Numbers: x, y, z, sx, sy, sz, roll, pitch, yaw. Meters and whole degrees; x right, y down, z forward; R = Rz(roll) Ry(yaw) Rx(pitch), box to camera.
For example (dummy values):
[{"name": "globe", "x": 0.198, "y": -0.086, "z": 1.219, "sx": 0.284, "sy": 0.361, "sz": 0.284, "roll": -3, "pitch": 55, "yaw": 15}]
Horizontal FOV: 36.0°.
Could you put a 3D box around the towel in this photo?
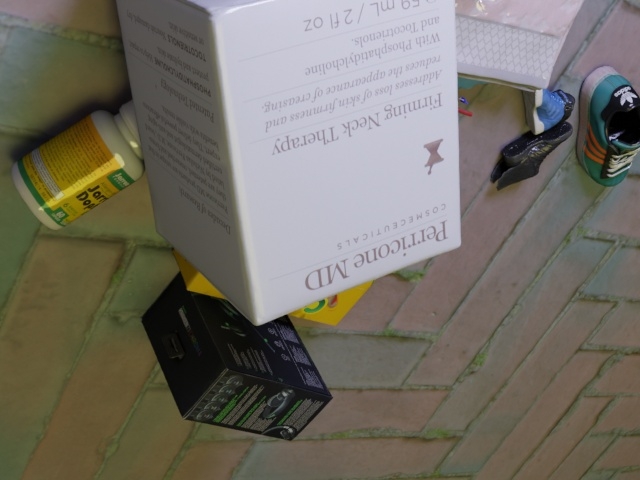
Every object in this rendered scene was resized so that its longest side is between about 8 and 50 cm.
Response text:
[{"name": "towel", "x": 0.294, "y": -0.399, "z": 1.543, "sx": 0.331, "sy": 0.053, "sz": 0.317, "roll": 3, "pitch": 118, "yaw": -34}]

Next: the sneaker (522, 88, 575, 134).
[{"name": "sneaker", "x": 0.418, "y": -0.260, "z": 1.788, "sx": 0.084, "sy": 0.058, "sz": 0.152, "roll": -24, "pitch": 144, "yaw": 0}]

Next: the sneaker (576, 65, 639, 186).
[{"name": "sneaker", "x": 0.571, "y": -0.191, "z": 1.905, "sx": 0.108, "sy": 0.121, "sz": 0.302, "roll": -29, "pitch": 140, "yaw": -3}]

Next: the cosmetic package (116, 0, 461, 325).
[{"name": "cosmetic package", "x": -0.040, "y": -0.170, "z": 1.296, "sx": 0.329, "sy": 0.327, "sz": 0.394, "roll": -20, "pitch": 121, "yaw": -24}]

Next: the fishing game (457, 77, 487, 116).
[{"name": "fishing game", "x": 0.257, "y": -0.337, "z": 1.631, "sx": 0.189, "sy": 0.041, "sz": 0.264, "roll": 10, "pitch": 116, "yaw": -38}]

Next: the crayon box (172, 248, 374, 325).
[{"name": "crayon box", "x": -0.023, "y": -0.018, "z": 1.722, "sx": 0.363, "sy": 0.106, "sz": 0.313, "roll": 18, "pitch": 120, "yaw": -42}]

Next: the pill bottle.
[{"name": "pill bottle", "x": -0.329, "y": -0.115, "z": 1.425, "sx": 0.208, "sy": 0.117, "sz": 0.117, "roll": -33, "pitch": 140, "yaw": 0}]

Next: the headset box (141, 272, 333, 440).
[{"name": "headset box", "x": -0.156, "y": 0.208, "z": 1.756, "sx": 0.283, "sy": 0.246, "sz": 0.131, "roll": 23, "pitch": 116, "yaw": -45}]

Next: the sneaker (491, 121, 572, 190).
[{"name": "sneaker", "x": 0.406, "y": -0.162, "z": 1.890, "sx": 0.170, "sy": 0.051, "sz": 0.089, "roll": -25, "pitch": 139, "yaw": -1}]
